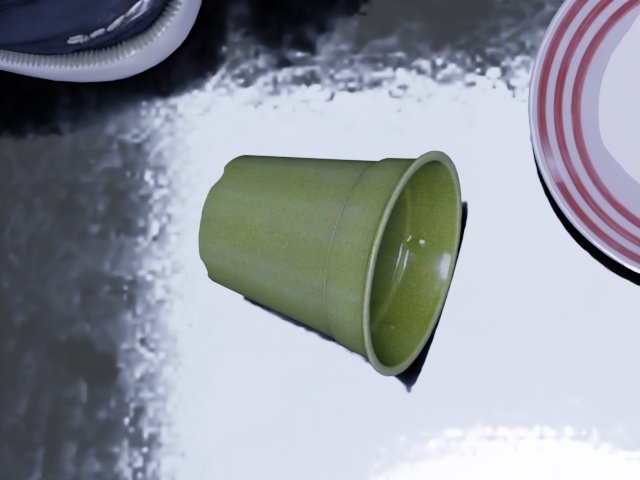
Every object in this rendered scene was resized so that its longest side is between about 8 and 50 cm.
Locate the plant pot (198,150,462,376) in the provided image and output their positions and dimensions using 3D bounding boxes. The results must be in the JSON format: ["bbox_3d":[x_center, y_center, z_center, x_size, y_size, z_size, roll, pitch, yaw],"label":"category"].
[{"bbox_3d":[0.000,0.000,0.535,0.079,0.083,0.083,14,83,24],"label":"plant pot"}]

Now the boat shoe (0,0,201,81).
[{"bbox_3d":[-0.222,-0.126,0.572,0.340,0.113,0.127,10,82,12],"label":"boat shoe"}]

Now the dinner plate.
[{"bbox_3d":[0.150,-0.050,0.544,0.141,0.017,0.141,-2,80,11],"label":"dinner plate"}]
